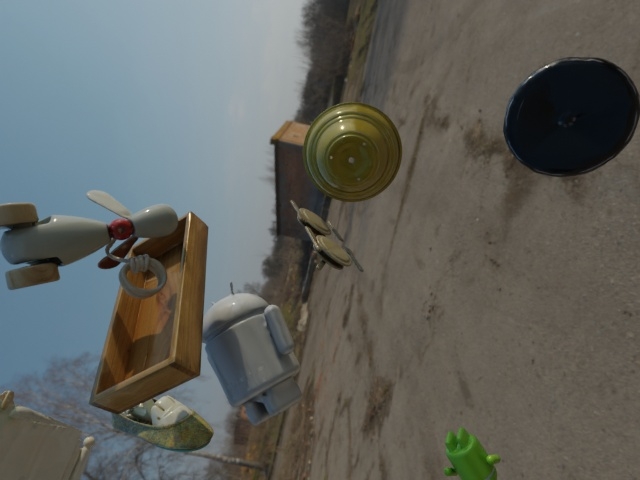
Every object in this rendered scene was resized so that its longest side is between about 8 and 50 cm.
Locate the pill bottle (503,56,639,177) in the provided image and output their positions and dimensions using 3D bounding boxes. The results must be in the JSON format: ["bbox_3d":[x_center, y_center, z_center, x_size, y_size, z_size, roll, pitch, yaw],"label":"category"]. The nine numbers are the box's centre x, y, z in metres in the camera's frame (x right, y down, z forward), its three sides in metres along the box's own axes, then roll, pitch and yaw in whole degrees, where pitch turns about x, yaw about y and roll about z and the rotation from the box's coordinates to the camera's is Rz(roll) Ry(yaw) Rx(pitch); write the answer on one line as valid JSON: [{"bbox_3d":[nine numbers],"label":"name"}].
[{"bbox_3d":[0.304,-0.151,0.500,0.219,0.123,0.122,-28,-44,-56],"label":"pill bottle"}]

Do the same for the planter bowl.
[{"bbox_3d":[0.065,-0.174,0.847,0.090,0.217,0.217,-75,-2,-68],"label":"planter bowl"}]

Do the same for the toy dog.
[{"bbox_3d":[-0.484,-0.003,0.830,0.161,0.334,0.220,-2,80,53],"label":"toy dog"}]

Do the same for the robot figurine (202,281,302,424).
[{"bbox_3d":[-0.187,0.288,1.066,0.300,0.353,0.200,-39,-18,25],"label":"robot figurine"}]

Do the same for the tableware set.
[{"bbox_3d":[0.000,0.000,0.835,0.039,0.128,0.194,-51,38,16],"label":"tableware set"}]

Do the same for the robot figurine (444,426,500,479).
[{"bbox_3d":[0.280,0.411,0.752,0.101,0.115,0.067,-34,-6,24],"label":"robot figurine"}]

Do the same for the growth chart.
[{"bbox_3d":[-0.411,0.314,0.547,0.237,0.021,0.172,69,-153,-42],"label":"growth chart"}]

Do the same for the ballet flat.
[{"bbox_3d":[-0.425,0.453,1.047,0.123,0.349,0.123,11,-103,-57],"label":"ballet flat"}]

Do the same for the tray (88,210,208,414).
[{"bbox_3d":[-0.349,0.132,0.876,0.076,0.203,0.410,50,-161,-40],"label":"tray"}]
